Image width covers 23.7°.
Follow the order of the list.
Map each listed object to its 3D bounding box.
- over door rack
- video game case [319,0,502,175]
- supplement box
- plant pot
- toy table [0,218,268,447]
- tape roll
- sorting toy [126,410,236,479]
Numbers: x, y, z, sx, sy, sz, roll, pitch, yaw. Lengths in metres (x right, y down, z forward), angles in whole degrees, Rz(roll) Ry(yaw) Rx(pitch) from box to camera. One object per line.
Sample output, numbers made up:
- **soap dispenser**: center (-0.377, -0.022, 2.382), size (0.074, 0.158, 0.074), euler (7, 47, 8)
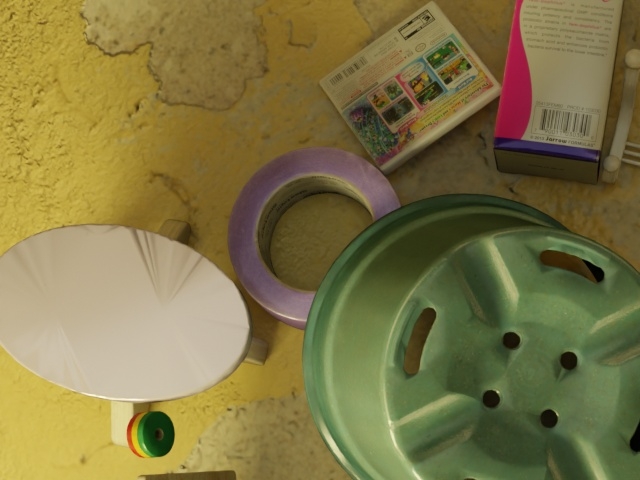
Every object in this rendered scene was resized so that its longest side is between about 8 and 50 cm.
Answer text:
- **over door rack**: center (0.443, -0.192, 1.586), size (0.239, 0.108, 0.324), euler (15, 80, 10)
- **video game case**: center (0.096, -0.167, 1.653), size (0.157, 0.019, 0.143), euler (-35, 61, 3)
- **supplement box**: center (0.254, -0.182, 1.608), size (0.111, 0.114, 0.220), euler (9, 80, 11)
- **plant pot**: center (0.160, 0.118, 1.400), size (0.341, 0.334, 0.341), euler (0, 89, -3)
- **toy table**: center (-0.195, 0.084, 1.590), size (0.274, 0.161, 0.252), euler (22, 81, 11)
- **tape roll**: center (0.000, 0.000, 1.621), size (0.189, 0.080, 0.189), euler (-2, 77, 7)
- **sorting toy**: center (-0.142, 0.310, 1.529), size (0.046, 0.132, 0.274), euler (-10, 80, 39)
